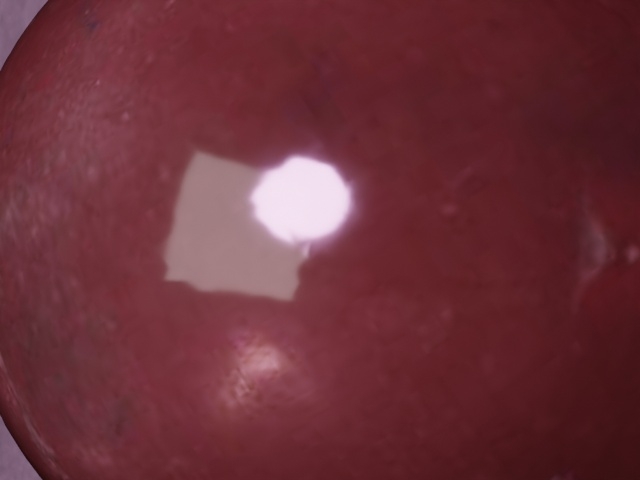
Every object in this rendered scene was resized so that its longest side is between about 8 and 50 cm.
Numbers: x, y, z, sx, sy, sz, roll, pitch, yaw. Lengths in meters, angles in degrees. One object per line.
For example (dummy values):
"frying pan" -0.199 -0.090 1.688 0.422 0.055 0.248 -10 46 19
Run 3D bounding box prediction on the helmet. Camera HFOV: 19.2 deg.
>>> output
"helmet" 0.000 0.000 0.712 0.385 0.230 0.337 6 90 44
